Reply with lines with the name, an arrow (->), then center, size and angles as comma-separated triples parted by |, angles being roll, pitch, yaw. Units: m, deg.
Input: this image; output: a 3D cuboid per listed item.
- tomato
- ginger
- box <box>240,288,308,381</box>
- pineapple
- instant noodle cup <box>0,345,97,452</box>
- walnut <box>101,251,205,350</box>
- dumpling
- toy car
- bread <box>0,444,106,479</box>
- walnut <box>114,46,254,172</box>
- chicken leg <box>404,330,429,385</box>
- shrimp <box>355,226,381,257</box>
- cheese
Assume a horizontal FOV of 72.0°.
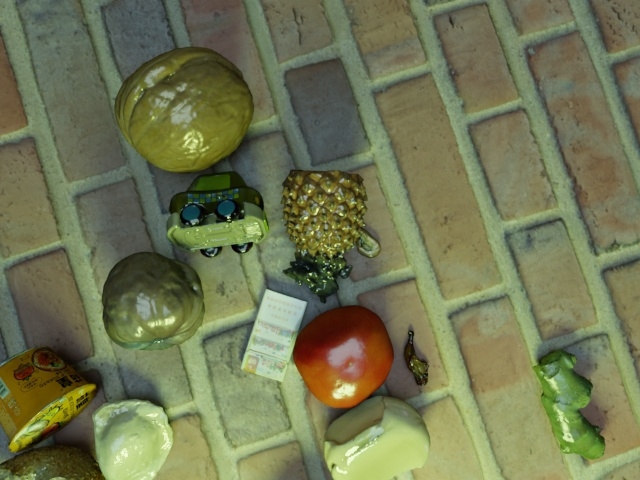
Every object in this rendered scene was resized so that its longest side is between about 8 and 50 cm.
tomato -> 0.064, 0.291, 1.104 | 0.260, 0.180, 0.259 | 0, 89, 0
ginger -> 0.651, 0.427, 1.142 | 0.137, 0.089, 0.289 | -9, 82, -19
box -> -0.123, 0.251, 1.177 | 0.122, 0.032, 0.220 | 17, 87, 1
pineapple -> 0.000, 0.000, 1.123 | 0.223, 0.223, 0.356 | 5, 98, 0
instant noodle cup -> -0.702, 0.379, 1.092 | 0.172, 0.216, 0.216 | 43, 87, 11
walnut -> -0.407, 0.147, 1.076 | 0.249, 0.248, 0.248 | 0, 86, 0
dumpling -> -0.469, 0.519, 1.122 | 0.180, 0.131, 0.251 | -13, 96, -24
toy car -> -0.267, -0.085, 1.142 | 0.248, 0.204, 0.198 | -9, 63, -2
bread -> -0.628, 0.595, 1.064 | 0.314, 0.192, 0.171 | 13, 103, 26
walnut -> -0.326, -0.324, 1.093 | 0.333, 0.333, 0.332 | 0, 86, 0
chicken leg -> 0.252, 0.316, 1.173 | 0.062, 0.037, 0.144 | -22, 87, -23
shrimp -> 0.117, 0.004, 1.199 | 0.108, 0.023, 0.059 | 42, 96, 3
cheese -> 0.142, 0.516, 1.101 | 0.266, 0.127, 0.233 | -33, 115, 2
